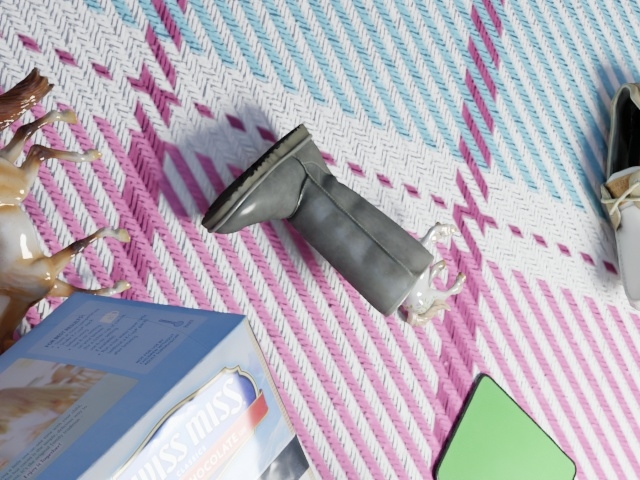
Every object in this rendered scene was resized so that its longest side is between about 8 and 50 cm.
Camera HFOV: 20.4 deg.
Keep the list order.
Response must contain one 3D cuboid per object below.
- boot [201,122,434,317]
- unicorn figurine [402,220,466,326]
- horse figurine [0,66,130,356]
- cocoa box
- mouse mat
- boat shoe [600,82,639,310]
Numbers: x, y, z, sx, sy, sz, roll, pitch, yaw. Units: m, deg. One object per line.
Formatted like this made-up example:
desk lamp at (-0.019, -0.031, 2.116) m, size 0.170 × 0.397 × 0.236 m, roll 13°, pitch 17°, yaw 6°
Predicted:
boot at (0.001, 0.000, 1.819) m, size 0.208 × 0.076 × 0.189 m, roll 52°, pitch 55°, yaw -7°
unicorn figurine at (0.099, 0.023, 1.929) m, size 0.111 × 0.060 × 0.162 m, roll -31°, pitch 107°, yaw -29°
horse figurine at (-0.268, -0.019, 1.621) m, size 0.174 × 0.066 × 0.263 m, roll -23°, pitch 104°, yaw -32°
cocoa box at (-0.204, 0.235, 1.491) m, size 0.347 × 0.231 × 0.228 m, roll -44°, pitch 125°, yaw -37°
mouse mat at (0.213, 0.262, 2.014) m, size 0.190 × 0.007 × 0.153 m, roll 46°, pitch 56°, yaw -25°
boat shoe at (0.392, -0.053, 2.170) m, size 0.103 × 0.113 × 0.302 m, roll 26°, pitch 55°, yaw -33°
